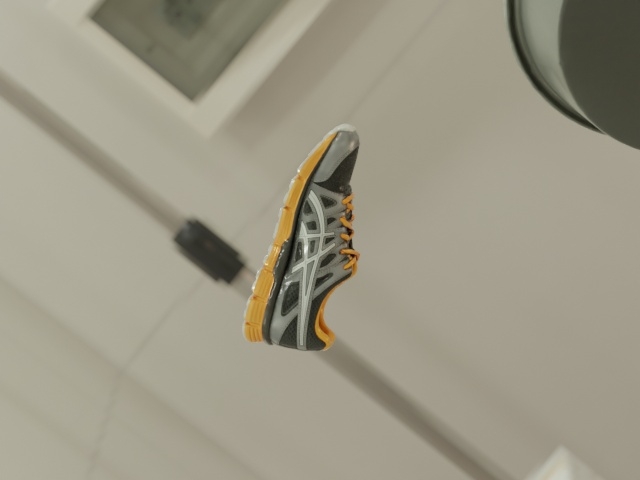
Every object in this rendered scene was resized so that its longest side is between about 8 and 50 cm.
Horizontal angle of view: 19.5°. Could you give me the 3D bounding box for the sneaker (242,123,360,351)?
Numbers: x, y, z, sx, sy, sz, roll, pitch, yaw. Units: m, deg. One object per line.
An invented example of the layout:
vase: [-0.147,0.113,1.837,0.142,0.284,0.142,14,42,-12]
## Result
sneaker: [0.000,0.000,1.667,0.084,0.083,0.215,-38,-32,-76]

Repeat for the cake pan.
cake pan: [0.266,-0.168,1.214,0.293,0.293,0.054,-46,36,23]
